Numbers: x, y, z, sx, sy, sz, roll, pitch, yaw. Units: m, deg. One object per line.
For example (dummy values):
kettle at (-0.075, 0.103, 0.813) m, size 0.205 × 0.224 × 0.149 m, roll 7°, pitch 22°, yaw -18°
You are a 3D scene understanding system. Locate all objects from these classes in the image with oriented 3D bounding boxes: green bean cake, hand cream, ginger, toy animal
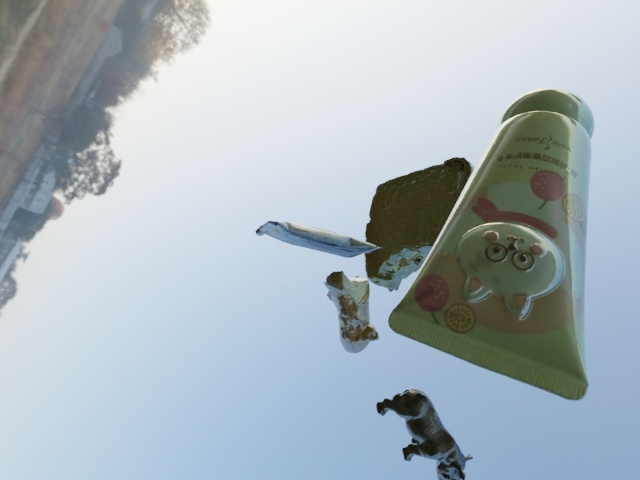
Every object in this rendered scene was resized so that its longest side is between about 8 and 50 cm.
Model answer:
green bean cake at (0.211, -0.016, 0.783) m, size 0.236 × 0.124 × 0.233 m, roll -11°, pitch -116°, yaw 45°
hand cream at (0.184, -0.022, 0.378) m, size 0.147 × 0.093 × 0.306 m, roll 18°, pitch -119°, yaw 20°
ginger at (0.039, 0.085, 0.486) m, size 0.057 × 0.137 × 0.044 m, roll -6°, pitch -152°, yaw 12°
toy animal at (0.128, 0.235, 0.469) m, size 0.065 × 0.047 × 0.136 m, roll -35°, pitch -97°, yaw 37°

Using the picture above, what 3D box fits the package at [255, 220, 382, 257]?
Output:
package at (0.000, 0.000, 0.351) m, size 0.037 × 0.110 × 0.015 m, roll -22°, pitch -122°, yaw 61°
